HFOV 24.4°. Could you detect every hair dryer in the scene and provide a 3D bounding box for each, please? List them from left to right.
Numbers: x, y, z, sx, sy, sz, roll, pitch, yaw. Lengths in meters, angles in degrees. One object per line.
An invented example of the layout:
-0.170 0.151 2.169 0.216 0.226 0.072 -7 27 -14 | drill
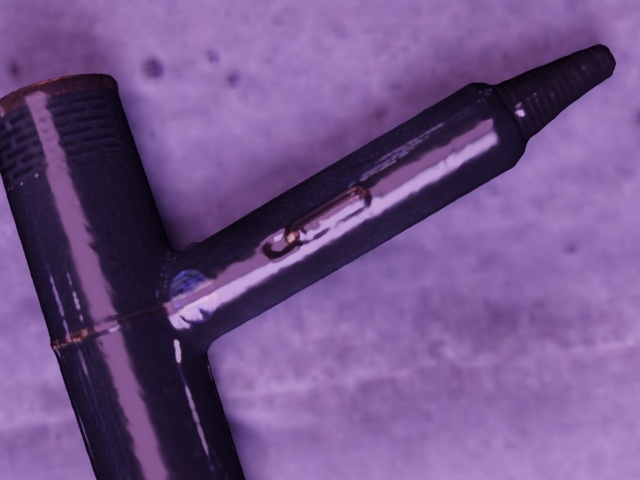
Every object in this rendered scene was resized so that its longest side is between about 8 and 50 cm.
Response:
0.009 0.012 0.462 0.195 0.050 0.173 -17 89 6 | hair dryer
